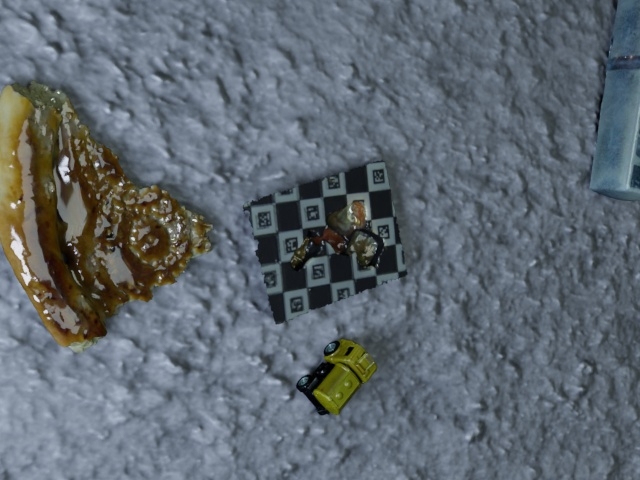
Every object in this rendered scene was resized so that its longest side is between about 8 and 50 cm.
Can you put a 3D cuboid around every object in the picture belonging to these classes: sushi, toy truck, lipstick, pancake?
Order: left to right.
[{"bbox_3d":[-0.206,-0.023,1.351,0.244,0.057,0.266,-1,92,-34],"label":"pancake"},{"bbox_3d":[0.000,0.000,1.505,0.201,0.031,0.139,-18,101,-35],"label":"sushi"},{"bbox_3d":[0.022,0.149,1.510,0.083,0.054,0.049,-49,116,-23],"label":"toy truck"},{"bbox_3d":[0.407,-0.193,1.742,0.077,0.076,0.289,11,88,-35],"label":"lipstick"}]
